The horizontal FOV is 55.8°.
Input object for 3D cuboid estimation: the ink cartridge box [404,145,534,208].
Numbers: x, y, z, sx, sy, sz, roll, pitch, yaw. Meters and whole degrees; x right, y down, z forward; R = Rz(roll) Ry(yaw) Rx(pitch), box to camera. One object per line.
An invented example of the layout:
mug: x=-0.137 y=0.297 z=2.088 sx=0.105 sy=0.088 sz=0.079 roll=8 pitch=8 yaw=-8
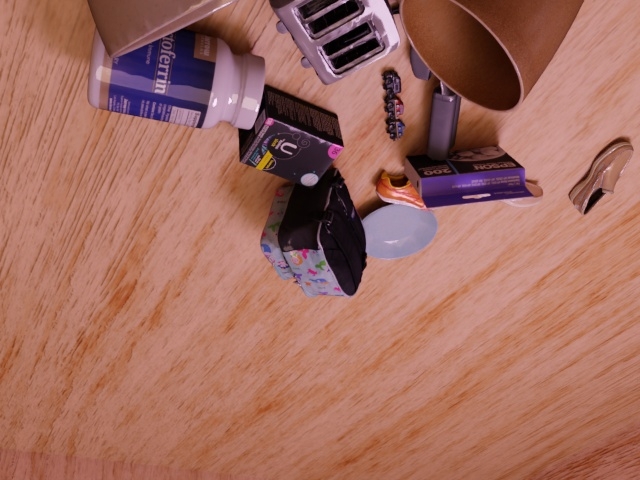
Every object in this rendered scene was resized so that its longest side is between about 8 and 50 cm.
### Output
ink cartridge box: x=0.285 y=-0.129 z=1.191 sx=0.206 sy=0.208 sz=0.045 roll=-7 pitch=117 yaw=-2

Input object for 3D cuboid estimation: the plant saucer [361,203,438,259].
plant saucer: x=0.175 y=-0.030 z=1.412 sx=0.195 sy=0.037 sz=0.195 roll=-4 pitch=138 yaw=-4

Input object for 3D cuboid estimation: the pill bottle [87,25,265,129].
pill bottle: x=-0.232 y=-0.267 z=0.989 sx=0.265 sy=0.153 sz=0.153 roll=8 pitch=137 yaw=-19

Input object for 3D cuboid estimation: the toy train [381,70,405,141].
toy train: x=0.142 y=-0.255 z=1.159 sx=0.036 sy=0.027 sz=0.158 roll=-18 pitch=139 yaw=-5

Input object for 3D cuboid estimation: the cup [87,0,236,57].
cup: x=-0.176 y=-0.410 z=0.754 sx=0.331 sy=0.331 sz=0.237 roll=-22 pitch=111 yaw=15

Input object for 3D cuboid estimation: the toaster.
toaster: x=0.029 y=-0.361 z=0.956 sx=0.186 sy=0.110 sz=0.168 roll=-24 pitch=137 yaw=17

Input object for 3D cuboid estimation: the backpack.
backpack: x=0.000 y=0.000 z=1.278 sx=0.191 sy=0.225 sz=0.253 roll=-7 pitch=140 yaw=28

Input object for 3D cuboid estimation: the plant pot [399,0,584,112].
plant pot: x=0.290 y=-0.365 z=0.900 sx=0.254 sy=0.237 sz=0.237 roll=-46 pitch=133 yaw=-2

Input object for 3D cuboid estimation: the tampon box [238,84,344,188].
tampon box: x=-0.058 y=-0.192 z=1.140 sx=0.161 sy=0.101 sz=0.120 roll=17 pitch=134 yaw=-26

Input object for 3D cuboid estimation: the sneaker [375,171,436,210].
sneaker: x=0.208 y=-0.108 z=1.311 sx=0.175 sy=0.064 sz=0.067 roll=7 pitch=128 yaw=-20

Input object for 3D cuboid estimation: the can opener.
can opener: x=0.214 y=-0.278 z=1.128 sx=0.095 sy=0.076 sz=0.283 roll=19 pitch=143 yaw=19

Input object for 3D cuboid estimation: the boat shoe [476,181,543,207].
boat shoe: x=0.421 y=-0.117 z=1.333 sx=0.170 sy=0.063 sz=0.059 roll=5 pitch=143 yaw=-13

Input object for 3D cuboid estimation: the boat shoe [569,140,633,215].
boat shoe: x=0.633 y=-0.132 z=1.342 sx=0.068 sy=0.072 sz=0.190 roll=5 pitch=137 yaw=-14
